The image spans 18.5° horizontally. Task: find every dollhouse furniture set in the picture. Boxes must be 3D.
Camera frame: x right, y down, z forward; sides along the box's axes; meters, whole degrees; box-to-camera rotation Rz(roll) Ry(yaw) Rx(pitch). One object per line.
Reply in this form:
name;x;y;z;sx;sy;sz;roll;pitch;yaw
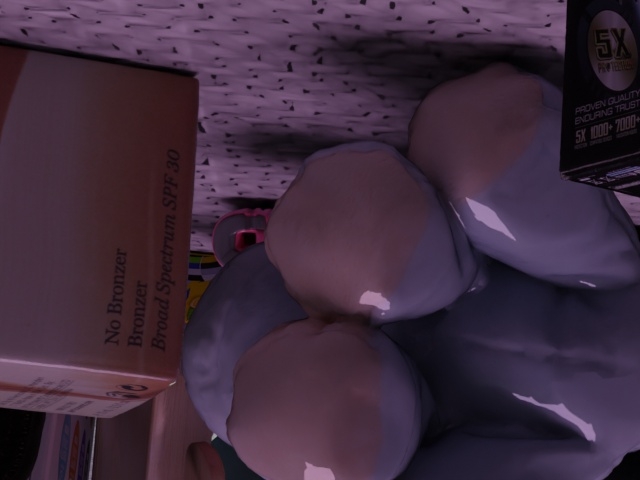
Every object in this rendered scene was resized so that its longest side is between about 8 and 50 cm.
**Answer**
dollhouse furniture set;0.027;0.131;1.427;0.355;0.174;0.303;-5;-155;-25

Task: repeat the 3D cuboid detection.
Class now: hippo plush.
hippo plush;0.050;0.020;0.947;0.294;0.234;0.236;-24;-159;-23

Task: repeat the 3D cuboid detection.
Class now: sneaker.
sneaker;0.000;0.000;1.136;0.119;0.047;0.057;5;-178;10

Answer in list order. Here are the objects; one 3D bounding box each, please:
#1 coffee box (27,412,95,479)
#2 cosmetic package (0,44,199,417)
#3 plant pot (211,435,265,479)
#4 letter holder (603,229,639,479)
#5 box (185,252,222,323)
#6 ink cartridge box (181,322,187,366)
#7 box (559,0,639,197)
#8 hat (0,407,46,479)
coffee box;-0.334;0.170;1.304;0.338;0.334;0.337;6;168;-2
cosmetic package;-0.215;-0.013;0.883;0.296;0.153;0.129;7;165;-19
plant pot;0.032;0.305;1.756;0.341;0.341;0.334;9;-172;-24
letter holder;0.191;0.089;1.218;0.302;0.152;0.214;7;169;-13
box;-0.056;0.042;1.293;0.169;0.054;0.059;6;167;-9
ink cartridge box;0.003;0.137;1.212;0.232;0.066;0.189;11;-153;-45
box;0.200;-0.061;0.713;0.147;0.077;0.180;12;165;-31
hat;-0.287;0.019;1.012;0.331;0.331;0.134;9;125;-22
